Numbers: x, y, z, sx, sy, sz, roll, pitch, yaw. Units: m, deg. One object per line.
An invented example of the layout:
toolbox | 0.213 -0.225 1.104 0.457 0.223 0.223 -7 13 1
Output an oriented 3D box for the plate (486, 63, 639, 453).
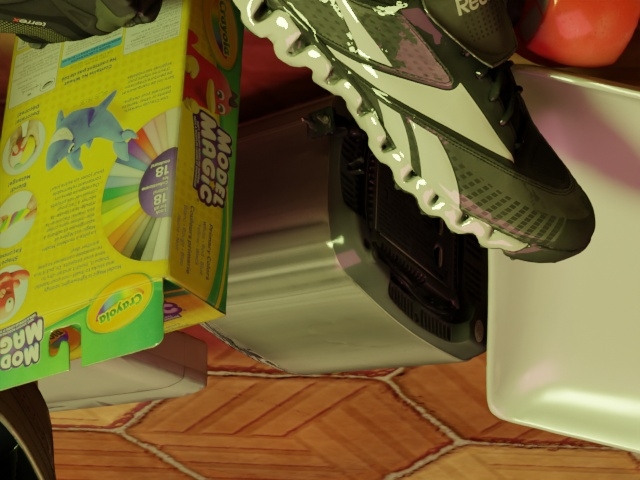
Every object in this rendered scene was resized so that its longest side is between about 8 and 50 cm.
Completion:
plate | 0.227 0.025 0.966 0.277 0.045 0.278 13 137 19

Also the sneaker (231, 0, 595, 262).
sneaker | 0.061 -0.086 0.867 0.234 0.078 0.106 44 129 -5

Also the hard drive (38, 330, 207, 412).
hard drive | -0.258 0.059 1.134 0.233 0.047 0.353 -8 161 24

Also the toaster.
toaster | 0.000 0.000 1.049 0.146 0.129 0.227 -12 152 28

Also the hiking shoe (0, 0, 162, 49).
hiking shoe | -0.182 -0.145 0.831 0.114 0.086 0.227 -23 144 32

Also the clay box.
clay box | -0.107 -0.027 0.904 0.127 0.222 0.053 -17 147 31

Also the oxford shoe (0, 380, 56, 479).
oxford shoe | -0.250 0.042 0.843 0.130 0.133 0.363 -46 135 8

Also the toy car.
toy car | 0.138 -0.160 0.822 0.239 0.053 0.225 -22 144 36
